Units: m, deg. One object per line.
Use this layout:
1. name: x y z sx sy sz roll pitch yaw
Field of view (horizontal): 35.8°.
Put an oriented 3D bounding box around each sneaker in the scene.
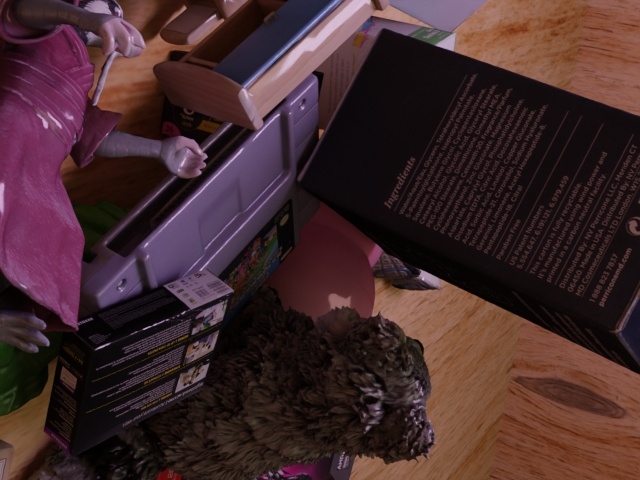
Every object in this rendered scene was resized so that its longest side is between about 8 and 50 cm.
1. sneaker: 0.152 0.015 1.859 0.297 0.111 0.129 32 60 -69

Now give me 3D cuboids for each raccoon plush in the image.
1. raccoon plush: -0.075 0.227 1.080 0.446 0.299 0.216 -43 111 -21

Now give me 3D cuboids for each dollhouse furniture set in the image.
1. dollhouse furniture set: -0.125 -0.301 0.920 0.198 0.286 0.303 -46 133 -22

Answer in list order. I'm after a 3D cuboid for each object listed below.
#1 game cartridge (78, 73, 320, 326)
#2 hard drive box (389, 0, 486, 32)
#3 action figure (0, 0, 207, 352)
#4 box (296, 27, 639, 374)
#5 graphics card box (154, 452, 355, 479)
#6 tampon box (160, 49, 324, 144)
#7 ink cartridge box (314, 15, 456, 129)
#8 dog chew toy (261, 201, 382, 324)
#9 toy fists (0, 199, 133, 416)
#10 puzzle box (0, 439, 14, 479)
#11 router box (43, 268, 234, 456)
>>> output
1. game cartridge: -0.114 0.000 1.066 0.355 0.068 0.230 -49 151 -30
2. hard drive box: 0.101 -0.391 1.304 0.089 0.181 0.232 -40 151 27
3. action figure: -0.261 -0.093 0.851 0.248 0.276 0.370 81 16 -52
4. box: 0.230 -0.037 1.137 0.212 0.395 0.293 -62 151 -3
5. graphics card box: -0.121 0.365 1.358 0.371 0.094 0.232 8 99 -47
6. tampon box: -0.091 -0.163 1.183 0.161 0.120 0.101 -14 118 -61
7. ink cartridge box: 0.067 -0.224 1.367 0.093 0.212 0.154 -43 142 -51
8. dog chew toy: 0.000 0.000 1.398 0.206 0.207 0.331 69 37 -53
9. toy fists: -0.263 0.056 0.994 0.279 0.096 0.142 -38 137 -50
10. puzzle box: -0.430 0.394 0.909 0.272 0.052 0.408 -4 109 -63
11. router box: -0.171 0.113 0.949 0.179 0.046 0.133 -22 139 -48
